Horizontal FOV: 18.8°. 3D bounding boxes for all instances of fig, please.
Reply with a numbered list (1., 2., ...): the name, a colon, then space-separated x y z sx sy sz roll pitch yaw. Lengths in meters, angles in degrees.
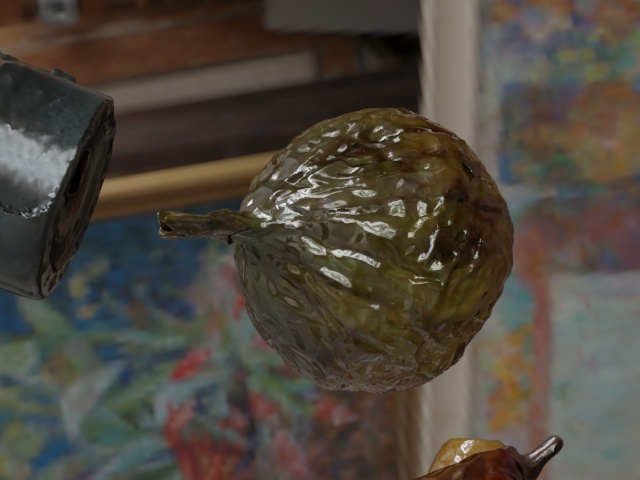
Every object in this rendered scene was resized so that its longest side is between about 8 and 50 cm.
1. fig: 0.000 0.000 1.832 0.286 0.368 0.286 -9 76 41

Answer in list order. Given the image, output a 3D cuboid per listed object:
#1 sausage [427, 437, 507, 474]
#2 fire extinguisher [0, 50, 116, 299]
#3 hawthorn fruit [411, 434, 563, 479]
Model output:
1. sausage: 0.109 0.300 1.693 0.109 0.108 0.271 97 -169 -51
2. fire extinguisher: -0.292 -0.094 1.016 0.200 0.376 0.113 -69 -1 -71
3. hawthorn fruit: 0.099 0.240 1.262 0.208 0.208 0.248 180 108 -76
